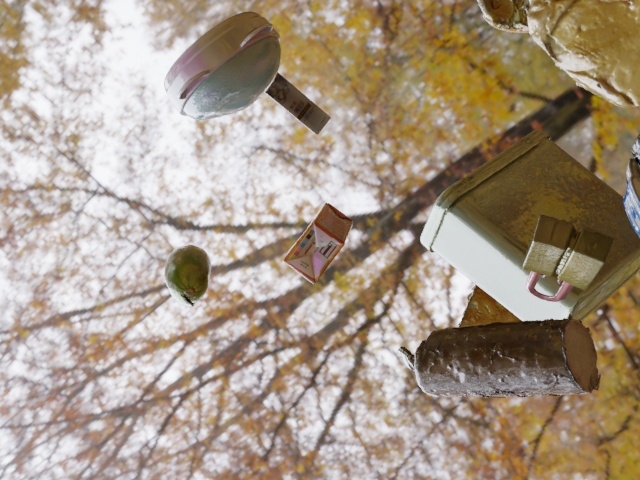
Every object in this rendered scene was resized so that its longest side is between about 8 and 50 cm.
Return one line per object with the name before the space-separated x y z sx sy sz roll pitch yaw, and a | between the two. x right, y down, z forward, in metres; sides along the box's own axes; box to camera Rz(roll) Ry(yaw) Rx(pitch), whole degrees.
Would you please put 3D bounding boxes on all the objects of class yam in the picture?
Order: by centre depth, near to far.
yam | 0.297 0.189 1.581 0.131 0.280 0.131 15 -108 -53

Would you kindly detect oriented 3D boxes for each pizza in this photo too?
pizza | 0.370 0.141 2.152 0.201 0.193 0.053 59 -173 -3

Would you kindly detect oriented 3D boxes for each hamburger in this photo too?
hamburger | 0.452 -0.344 1.447 0.283 0.259 0.144 46 -148 7

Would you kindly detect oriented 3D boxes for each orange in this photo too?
orange | 0.390 -0.463 1.888 0.112 0.160 0.170 26 -146 -57

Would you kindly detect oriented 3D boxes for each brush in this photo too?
brush | 0.340 0.046 1.423 0.103 0.233 0.047 20 -113 10

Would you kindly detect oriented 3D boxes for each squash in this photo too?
squash | -0.248 0.053 1.851 0.094 0.094 0.341 47 -178 -8

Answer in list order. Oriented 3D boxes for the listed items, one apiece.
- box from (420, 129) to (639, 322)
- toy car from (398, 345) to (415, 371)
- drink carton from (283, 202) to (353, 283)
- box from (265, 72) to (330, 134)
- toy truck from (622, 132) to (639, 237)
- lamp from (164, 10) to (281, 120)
box | 0.447 -0.014 1.975 0.352 0.177 0.344 -32 -119 -34
toy car | 0.203 0.273 2.205 0.041 0.025 0.093 37 163 51
drink carton | 0.000 0.000 1.799 0.071 0.096 0.223 37 -168 -1
box | -0.072 -0.316 2.158 0.218 0.055 0.039 36 -178 -30
toy truck | 0.493 -0.057 1.251 0.177 0.213 0.161 86 169 -61
lamp | -0.132 -0.236 1.407 0.108 0.179 0.246 56 176 -3
